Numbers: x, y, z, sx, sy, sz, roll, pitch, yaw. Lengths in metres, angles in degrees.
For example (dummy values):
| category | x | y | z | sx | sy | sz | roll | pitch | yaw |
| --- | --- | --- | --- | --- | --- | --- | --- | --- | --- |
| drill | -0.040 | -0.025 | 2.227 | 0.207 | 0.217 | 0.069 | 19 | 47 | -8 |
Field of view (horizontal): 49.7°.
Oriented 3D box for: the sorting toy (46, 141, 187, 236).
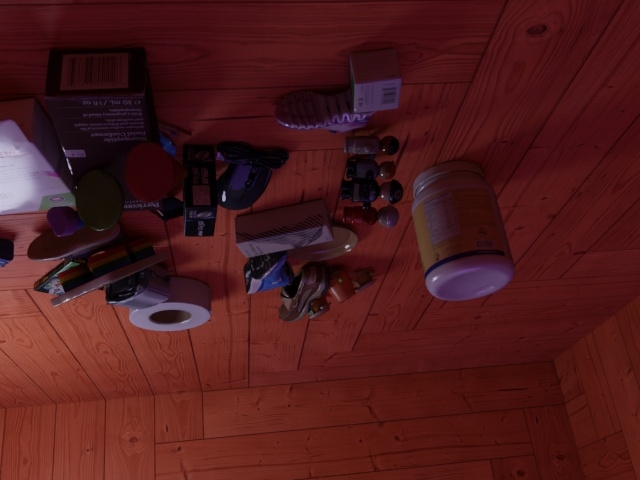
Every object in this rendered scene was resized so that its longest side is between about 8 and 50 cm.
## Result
| category | x | y | z | sx | sy | sz | roll | pitch | yaw |
| --- | --- | --- | --- | --- | --- | --- | --- | --- | --- |
| sorting toy | -0.420 | -0.097 | 1.485 | 0.365 | 0.127 | 0.126 | -23 | 174 | 26 |

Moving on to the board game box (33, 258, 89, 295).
| category | x | y | z | sx | sy | sz | roll | pitch | yaw |
| --- | --- | --- | --- | --- | --- | --- | --- | --- | --- |
| board game box | -0.804 | 0.120 | 2.235 | 0.259 | 0.030 | 0.136 | -28 | 145 | 36 |

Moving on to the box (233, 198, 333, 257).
| category | x | y | z | sx | sy | sz | roll | pitch | yaw |
| --- | --- | --- | --- | --- | --- | --- | --- | --- | --- |
| box | -0.107 | -0.034 | 2.029 | 0.275 | 0.094 | 0.113 | -13 | 153 | 9 |

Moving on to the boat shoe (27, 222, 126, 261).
| category | x | y | z | sx | sy | sz | roll | pitch | yaw |
| --- | --- | --- | --- | --- | --- | --- | --- | --- | --- |
| boat shoe | -0.690 | 0.011 | 1.966 | 0.285 | 0.103 | 0.092 | -18 | 148 | 8 |

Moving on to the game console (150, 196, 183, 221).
| category | x | y | z | sx | sy | sz | roll | pitch | yaw |
| --- | --- | --- | --- | --- | --- | --- | --- | --- | --- |
| game console | -0.416 | -0.110 | 1.793 | 0.124 | 0.144 | 0.085 | -21 | 118 | -28 |

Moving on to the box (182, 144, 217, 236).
| category | x | y | z | sx | sy | sz | roll | pitch | yaw |
| --- | --- | --- | --- | --- | --- | --- | --- | --- | --- |
| box | -0.300 | -0.121 | 1.705 | 0.077 | 0.180 | 0.147 | -1 | 153 | -14 |

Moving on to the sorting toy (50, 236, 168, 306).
| category | x | y | z | sx | sy | sz | roll | pitch | yaw |
| --- | --- | --- | --- | --- | --- | --- | --- | --- | --- |
| sorting toy | -0.627 | 0.081 | 2.022 | 0.257 | 0.089 | 0.255 | -22 | -177 | 28 |

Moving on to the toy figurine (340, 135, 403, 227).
| category | x | y | z | sx | sy | sz | roll | pitch | yaw |
| --- | --- | --- | --- | --- | --- | --- | --- | --- | --- |
| toy figurine | 0.132 | -0.150 | 1.725 | 0.148 | 0.210 | 0.213 | 3 | 154 | 6 |

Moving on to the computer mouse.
| category | x | y | z | sx | sy | sz | roll | pitch | yaw |
| --- | --- | --- | --- | --- | --- | --- | --- | --- | --- |
| computer mouse | -0.207 | -0.147 | 1.800 | 0.188 | 0.072 | 0.272 | 4 | 152 | -24 |

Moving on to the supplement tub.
| category | x | y | z | sx | sy | sz | roll | pitch | yaw |
| --- | --- | --- | --- | --- | --- | --- | --- | --- | --- |
| supplement tub | 0.382 | -0.026 | 1.903 | 0.240 | 0.331 | 0.241 | -6 | 153 | -3 |

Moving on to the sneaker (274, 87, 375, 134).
| category | x | y | z | sx | sy | sz | roll | pitch | yaw |
| --- | --- | --- | --- | --- | --- | --- | --- | --- | --- |
| sneaker | 0.016 | -0.283 | 1.570 | 0.236 | 0.095 | 0.104 | -7 | 162 | -3 |

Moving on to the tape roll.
| category | x | y | z | sx | sy | sz | roll | pitch | yaw |
| --- | --- | --- | --- | --- | --- | --- | --- | --- | --- |
| tape roll | -0.529 | 0.227 | 2.442 | 0.286 | 0.100 | 0.286 | -6 | 153 | -3 |

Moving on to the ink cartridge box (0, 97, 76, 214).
| category | x | y | z | sx | sy | sz | roll | pitch | yaw |
| --- | --- | --- | --- | --- | --- | --- | --- | --- | --- |
| ink cartridge box | -0.686 | -0.197 | 1.521 | 0.207 | 0.119 | 0.353 | -7 | 155 | 0 |

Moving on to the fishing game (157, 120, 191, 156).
| category | x | y | z | sx | sy | sz | roll | pitch | yaw |
| --- | --- | --- | --- | --- | --- | --- | --- | --- | --- |
| fishing game | -0.441 | -0.207 | 1.656 | 0.264 | 0.041 | 0.189 | -28 | 150 | 36 |

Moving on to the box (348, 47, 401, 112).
| category | x | y | z | sx | sy | sz | roll | pitch | yaw |
| --- | --- | --- | --- | --- | --- | --- | --- | --- | --- |
| box | 0.115 | -0.341 | 1.475 | 0.101 | 0.087 | 0.101 | -6 | 154 | -1 |

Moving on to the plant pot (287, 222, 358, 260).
| category | x | y | z | sx | sy | sz | roll | pitch | yaw |
| --- | --- | --- | --- | --- | --- | --- | --- | --- | --- |
| plant pot | 0.000 | 0.000 | 2.197 | 0.236 | 0.032 | 0.236 | -6 | 155 | -3 |

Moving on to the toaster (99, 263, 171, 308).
| category | x | y | z | sx | sy | sz | roll | pitch | yaw |
| --- | --- | --- | --- | --- | --- | --- | --- | --- | --- |
| toaster | -0.590 | 0.149 | 2.238 | 0.226 | 0.129 | 0.146 | -23 | 152 | 26 |

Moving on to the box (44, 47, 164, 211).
| category | x | y | z | sx | sy | sz | roll | pitch | yaw |
| --- | --- | --- | --- | --- | --- | --- | --- | --- | --- |
| box | -0.446 | -0.220 | 1.475 | 0.191 | 0.143 | 0.381 | -4 | 149 | -8 |

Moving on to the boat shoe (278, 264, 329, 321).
| category | x | y | z | sx | sy | sz | roll | pitch | yaw |
| --- | --- | --- | --- | --- | --- | --- | --- | --- | --- |
| boat shoe | -0.084 | 0.180 | 2.460 | 0.119 | 0.123 | 0.324 | 12 | 140 | -24 |

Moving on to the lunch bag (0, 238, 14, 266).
| category | x | y | z | sx | sy | sz | roll | pitch | yaw |
| --- | --- | --- | --- | --- | --- | --- | --- | --- | --- |
| lunch bag | -0.932 | 0.035 | 1.985 | 0.065 | 0.067 | 0.098 | -27 | 149 | 35 |

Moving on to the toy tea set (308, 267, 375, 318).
| category | x | y | z | sx | sy | sz | roll | pitch | yaw |
| --- | --- | --- | --- | --- | --- | --- | --- | --- | --- |
| toy tea set | 0.033 | 0.181 | 2.524 | 0.336 | 0.124 | 0.200 | -35 | 172 | 38 |

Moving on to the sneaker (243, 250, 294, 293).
| category | x | y | z | sx | sy | sz | roll | pitch | yaw |
| --- | --- | --- | --- | --- | --- | --- | --- | --- | --- |
| sneaker | -0.153 | 0.080 | 2.238 | 0.147 | 0.130 | 0.330 | -5 | 163 | -19 |
